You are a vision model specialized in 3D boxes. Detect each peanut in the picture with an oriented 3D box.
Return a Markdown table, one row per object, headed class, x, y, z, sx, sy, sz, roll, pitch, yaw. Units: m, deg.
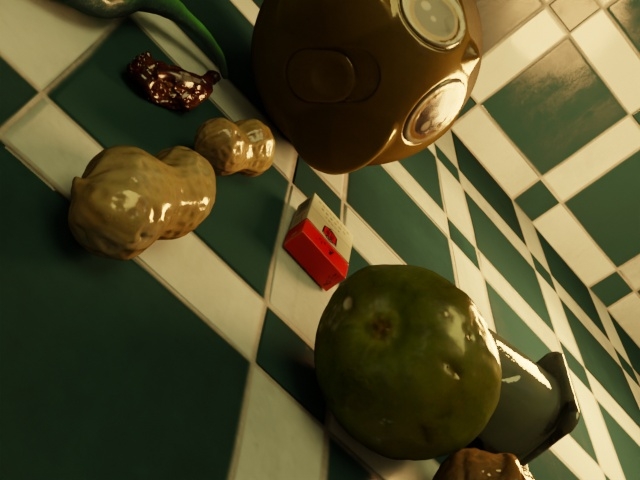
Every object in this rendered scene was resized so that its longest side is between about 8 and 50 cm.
| class | x | y | z | sx | sy | sz | roll | pitch | yaw |
| --- | --- | --- | --- | --- | --- | --- | --- | --- | --- |
| peanut | -0.120 | -0.135 | 1.178 | 0.089 | 0.089 | 0.193 | 55 | 21 | 7 |
| peanut | -0.183 | -0.049 | 0.896 | 0.263 | 0.101 | 0.117 | -25 | 98 | -69 |

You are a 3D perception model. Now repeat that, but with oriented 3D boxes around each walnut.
| class | x | y | z | sx | sy | sz | roll | pitch | yaw |
| --- | --- | --- | --- | --- | --- | --- | --- | --- | --- |
| walnut | 0.215 | 0.342 | 1.054 | 0.166 | 0.149 | 0.167 | 16 | 34 | -11 |

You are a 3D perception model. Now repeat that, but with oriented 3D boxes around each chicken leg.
| class | x | y | z | sx | sy | sz | roll | pitch | yaw |
| --- | --- | --- | --- | --- | --- | --- | --- | --- | --- |
| chicken leg | -0.205 | -0.232 | 1.203 | 0.205 | 0.053 | 0.093 | 11 | 44 | -60 |

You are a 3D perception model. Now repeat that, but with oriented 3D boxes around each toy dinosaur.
| class | x | y | z | sx | sy | sz | roll | pitch | yaw |
| --- | --- | --- | --- | --- | --- | --- | --- | --- | --- |
| toy dinosaur | -0.279 | -0.316 | 1.129 | 0.500 | 0.143 | 0.375 | 49 | 34 | -37 |

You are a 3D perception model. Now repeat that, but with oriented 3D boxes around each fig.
| class | x | y | z | sx | sy | sz | roll | pitch | yaw |
| --- | --- | --- | --- | --- | --- | --- | --- | --- | --- |
| fig | 0.139 | 0.168 | 1.046 | 0.314 | 0.233 | 0.233 | 28 | 31 | -36 |

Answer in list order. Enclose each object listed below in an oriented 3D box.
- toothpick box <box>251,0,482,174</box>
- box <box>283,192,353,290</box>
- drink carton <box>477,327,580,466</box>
| class | x | y | z | sx | sy | sz | roll | pitch | yaw |
| --- | --- | --- | --- | --- | --- | --- | --- | --- | --- |
| toothpick box | 0.086 | -0.332 | 1.467 | 0.409 | 0.409 | 0.425 | 51 | 30 | -5 |
| box | 0.000 | 0.000 | 1.273 | 0.100 | 0.048 | 0.152 | 45 | 20 | -14 |
| drink carton | 0.263 | 0.235 | 1.288 | 0.189 | 0.191 | 0.185 | 34 | 29 | -19 |
